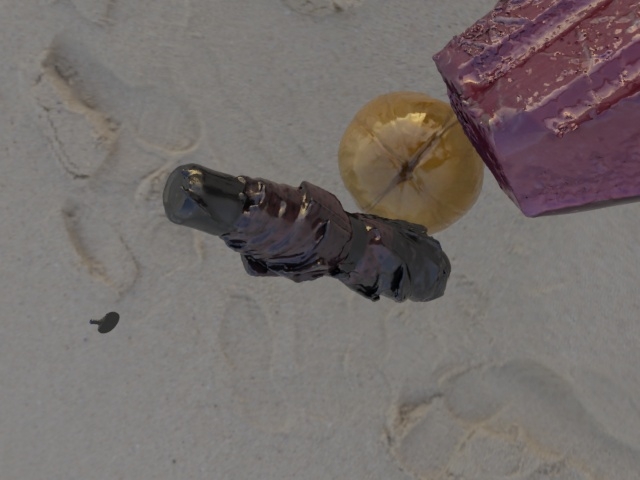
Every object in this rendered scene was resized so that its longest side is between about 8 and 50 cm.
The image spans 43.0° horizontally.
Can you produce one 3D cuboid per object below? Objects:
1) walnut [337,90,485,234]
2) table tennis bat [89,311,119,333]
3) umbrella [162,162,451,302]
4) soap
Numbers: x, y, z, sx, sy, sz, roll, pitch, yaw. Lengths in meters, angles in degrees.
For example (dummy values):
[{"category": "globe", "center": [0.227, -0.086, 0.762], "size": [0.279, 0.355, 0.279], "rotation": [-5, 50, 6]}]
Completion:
[{"category": "walnut", "center": [0.116, -0.102, 1.048], "size": [0.193, 0.226, 0.193], "rotation": [0, 106, 2]}, {"category": "table tennis bat", "center": [-0.423, 0.160, 1.588], "size": [0.007, 0.083, 0.050], "rotation": [34, 96, 23]}, {"category": "umbrella", "center": [0.000, 0.000, 0.763], "size": [0.090, 0.326, 0.094], "rotation": [-37, 51, 38]}, {"category": "soap", "center": [0.264, -0.152, 0.622], "size": [0.325, 0.127, 0.220], "rotation": [-33, 43, 9]}]
